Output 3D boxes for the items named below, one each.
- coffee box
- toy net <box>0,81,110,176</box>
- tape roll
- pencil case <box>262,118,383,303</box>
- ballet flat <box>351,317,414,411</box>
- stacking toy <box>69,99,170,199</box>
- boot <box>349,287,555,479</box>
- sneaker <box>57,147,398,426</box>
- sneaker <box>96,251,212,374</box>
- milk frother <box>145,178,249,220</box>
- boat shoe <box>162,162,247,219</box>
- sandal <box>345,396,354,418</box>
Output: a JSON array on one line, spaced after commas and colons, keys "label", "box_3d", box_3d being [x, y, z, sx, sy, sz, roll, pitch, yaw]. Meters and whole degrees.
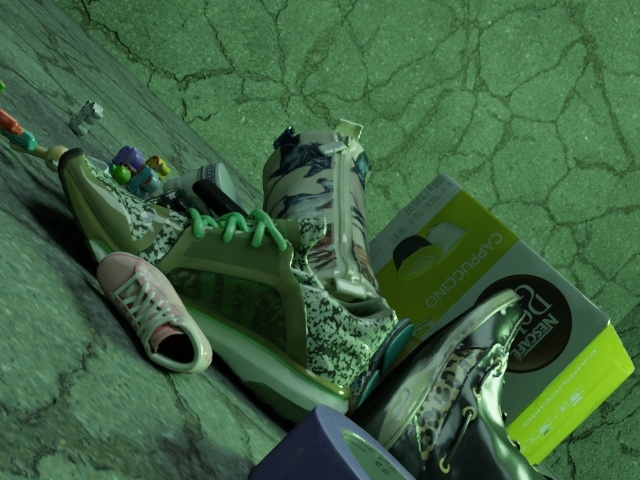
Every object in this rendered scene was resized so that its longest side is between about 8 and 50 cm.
[{"label": "coffee box", "box_3d": [0.220, 0.167, 1.528, 0.334, 0.337, 0.338, 46, 3, 28]}, {"label": "toy net", "box_3d": [-0.285, -0.108, 1.031, 0.232, 0.045, 0.122, 37, -14, -25]}, {"label": "tape roll", "box_3d": [0.036, 0.227, 0.822, 0.189, 0.080, 0.189, 45, 3, -3]}, {"label": "pencil case", "box_3d": [0.000, 0.000, 1.374, 0.160, 0.183, 0.410, 12, 34, -10]}, {"label": "ballet flat", "box_3d": [0.058, 0.157, 1.327, 0.070, 0.070, 0.188, 44, 47, -5]}, {"label": "stacking toy", "box_3d": [-0.263, -0.101, 1.472, 0.167, 0.052, 0.221, 41, 5, -41]}, {"label": "boot", "box_3d": [0.205, 0.239, 1.196, 0.284, 0.138, 0.377, 49, 38, 4]}, {"label": "sneaker", "box_3d": [-0.083, 0.019, 1.043, 0.410, 0.182, 0.158, 41, 4, -24]}, {"label": "sneaker", "box_3d": [-0.145, 0.062, 0.884, 0.134, 0.051, 0.070, 49, -2, 1]}, {"label": "milk frother", "box_3d": [-0.159, 0.012, 1.147, 0.135, 0.129, 0.143, 45, 46, 14]}, {"label": "boat shoe", "box_3d": [-0.134, 0.009, 1.338, 0.267, 0.088, 0.096, 71, 9, -53]}, {"label": "sandal", "box_3d": [0.021, 0.192, 1.211, 0.219, 0.060, 0.090, 44, 3, -3]}]
